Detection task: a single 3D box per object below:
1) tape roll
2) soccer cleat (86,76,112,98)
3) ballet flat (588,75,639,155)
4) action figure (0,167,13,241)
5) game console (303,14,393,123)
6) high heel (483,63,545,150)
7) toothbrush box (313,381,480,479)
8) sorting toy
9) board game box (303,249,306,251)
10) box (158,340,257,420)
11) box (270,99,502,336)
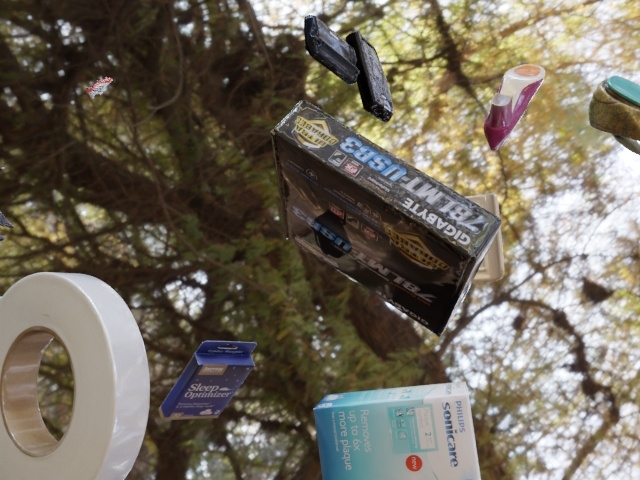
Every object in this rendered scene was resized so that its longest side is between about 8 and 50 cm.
[{"bbox_3d":[-0.439,0.243,1.081,0.391,0.072,0.392,-3,-96,33],"label":"tape roll"},{"bbox_3d":[-0.605,-0.420,1.800,0.029,0.083,0.036,19,-41,33],"label":"soccer cleat"},{"bbox_3d":[0.654,-0.181,1.198,0.348,0.123,0.123,34,-42,21],"label":"ballet flat"},{"bbox_3d":[-0.541,-0.021,0.918,0.164,0.276,0.141,41,2,-21],"label":"action figure"},{"bbox_3d":[0.067,-0.430,1.563,0.044,0.361,0.213,-23,-114,28],"label":"game console"},{"bbox_3d":[0.434,-0.302,1.461,0.082,0.244,0.117,18,-44,23],"label":"high heel"},{"bbox_3d":[0.152,0.404,1.271,0.295,0.126,0.217,-7,-92,10],"label":"toothbrush box"},{"bbox_3d":[0.259,0.002,1.323,0.208,0.193,0.038,-7,-29,19],"label":"sorting toy"},{"bbox_3d":[0.000,0.000,2.038,0.090,0.090,0.020,12,-25,40],"label":"board game box"},{"bbox_3d":[-0.232,0.297,1.378,0.225,0.136,0.036,-56,-135,27],"label":"box"},{"bbox_3d":[0.075,-0.015,0.895,0.295,0.073,0.293,34,-22,15],"label":"box"}]
